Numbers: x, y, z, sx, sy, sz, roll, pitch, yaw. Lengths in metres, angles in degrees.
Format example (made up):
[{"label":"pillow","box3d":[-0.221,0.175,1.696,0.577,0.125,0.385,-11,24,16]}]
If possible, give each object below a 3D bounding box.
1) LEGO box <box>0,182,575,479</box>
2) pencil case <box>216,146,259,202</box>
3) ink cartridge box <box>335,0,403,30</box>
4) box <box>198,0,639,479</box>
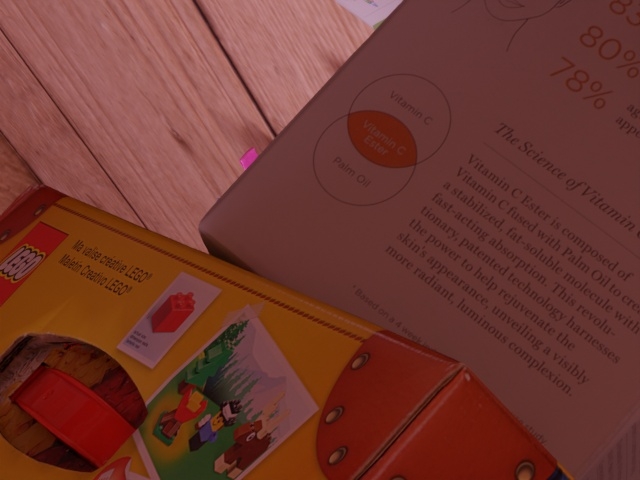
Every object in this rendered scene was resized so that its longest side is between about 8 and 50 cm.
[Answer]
[{"label":"LEGO box","box3d":[-0.004,0.190,0.920,0.372,0.193,0.500,47,168,-24]},{"label":"pencil case","box3d":[0.000,0.000,2.104,0.236,0.104,0.104,39,167,12]},{"label":"ink cartridge box","box3d":[0.047,-0.197,1.360,0.209,0.062,0.109,36,169,-11]},{"label":"box","box3d":[0.142,-0.041,0.947,0.215,0.345,0.168,39,168,20]}]
